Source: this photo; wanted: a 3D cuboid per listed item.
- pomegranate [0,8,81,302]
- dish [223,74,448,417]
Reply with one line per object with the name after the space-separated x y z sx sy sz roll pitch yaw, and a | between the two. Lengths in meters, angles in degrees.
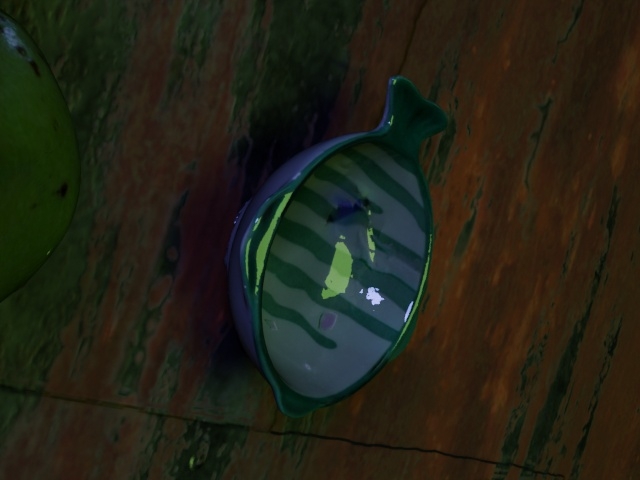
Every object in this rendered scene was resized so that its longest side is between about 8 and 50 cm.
-0.206 -0.016 0.665 0.181 0.181 0.224 -34 148 -39 | pomegranate
0.000 0.000 0.985 0.224 0.078 0.246 32 79 -51 | dish
